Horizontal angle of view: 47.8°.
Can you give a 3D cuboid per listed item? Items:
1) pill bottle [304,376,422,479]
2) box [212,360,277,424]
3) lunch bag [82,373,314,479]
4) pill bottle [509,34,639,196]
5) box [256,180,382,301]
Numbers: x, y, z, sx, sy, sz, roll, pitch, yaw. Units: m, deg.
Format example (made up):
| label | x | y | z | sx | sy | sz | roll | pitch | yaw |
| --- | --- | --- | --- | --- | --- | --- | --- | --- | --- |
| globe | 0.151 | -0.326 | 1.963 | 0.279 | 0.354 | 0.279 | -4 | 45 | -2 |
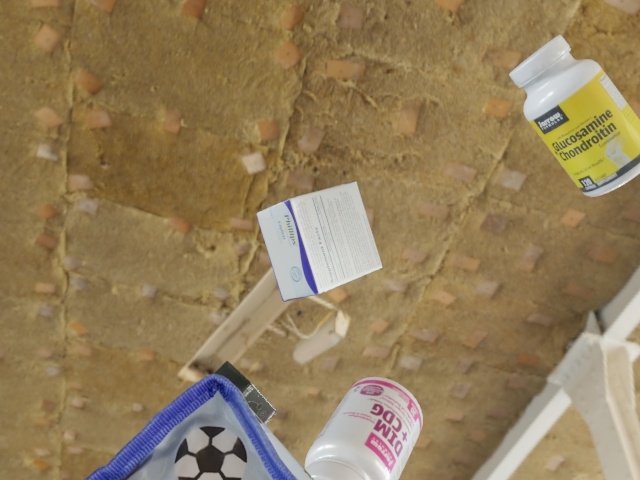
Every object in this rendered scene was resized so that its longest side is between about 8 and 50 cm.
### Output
| label | x | y | z | sx | sy | sz | roll | pitch | yaw |
| --- | --- | --- | --- | --- | --- | --- | --- | --- | --- |
| pill bottle | 0.070 | 0.385 | 1.297 | 0.160 | 0.283 | 0.160 | 11 | -62 | 21 |
| box | -0.101 | 0.182 | 0.756 | 0.083 | 0.052 | 0.062 | -45 | -49 | -14 |
| lunch bag | -0.018 | 0.341 | 0.499 | 0.239 | 0.385 | 0.328 | -39 | -23 | -16 |
| pill bottle | 0.314 | -0.152 | 0.878 | 0.103 | 0.103 | 0.184 | -37 | -86 | 30 |
| box | 0.000 | 0.000 | 0.957 | 0.072 | 0.137 | 0.126 | -16 | -89 | 44 |
